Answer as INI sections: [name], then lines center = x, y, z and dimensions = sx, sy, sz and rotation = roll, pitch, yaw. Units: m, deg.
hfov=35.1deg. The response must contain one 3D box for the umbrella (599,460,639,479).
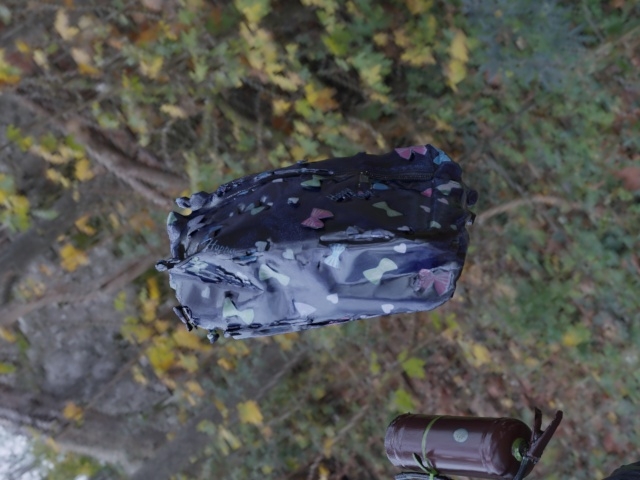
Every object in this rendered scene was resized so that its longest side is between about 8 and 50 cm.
[umbrella]
center = 0.298, 0.166, 0.720
dimensions = 0.071, 0.248, 0.071
rotation = 164, 90, -73

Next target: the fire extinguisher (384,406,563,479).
[fire extinguisher]
center = 0.088, 0.124, 0.604
dimensions = 0.039, 0.056, 0.132
rotation = 34, 158, -23

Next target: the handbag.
[handbag]
center = 0.000, 0.000, 0.826
dimensions = 0.162, 0.260, 0.113
rotation = -80, -24, -55
